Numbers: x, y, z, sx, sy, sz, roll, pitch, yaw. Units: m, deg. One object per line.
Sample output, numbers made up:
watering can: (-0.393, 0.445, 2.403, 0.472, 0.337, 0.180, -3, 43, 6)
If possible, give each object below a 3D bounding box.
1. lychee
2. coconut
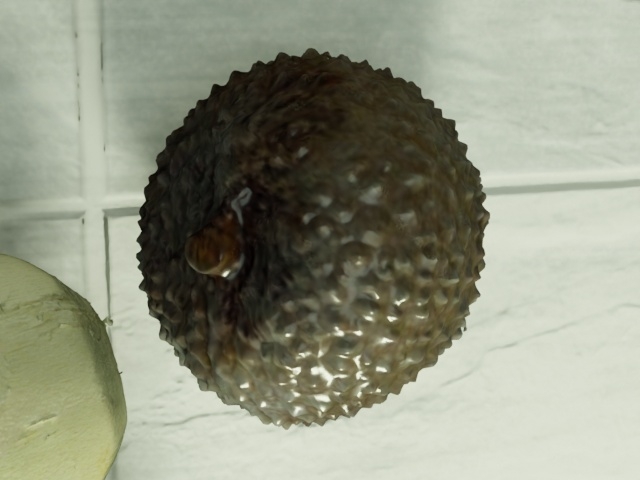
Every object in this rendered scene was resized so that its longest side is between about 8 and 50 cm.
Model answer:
lychee: (-0.006, 0.002, 1.052, 0.300, 0.300, 0.300, -5, 109, -15)
coconut: (-0.290, 0.132, 1.007, 0.247, 0.245, 0.244, -11, 115, -51)
